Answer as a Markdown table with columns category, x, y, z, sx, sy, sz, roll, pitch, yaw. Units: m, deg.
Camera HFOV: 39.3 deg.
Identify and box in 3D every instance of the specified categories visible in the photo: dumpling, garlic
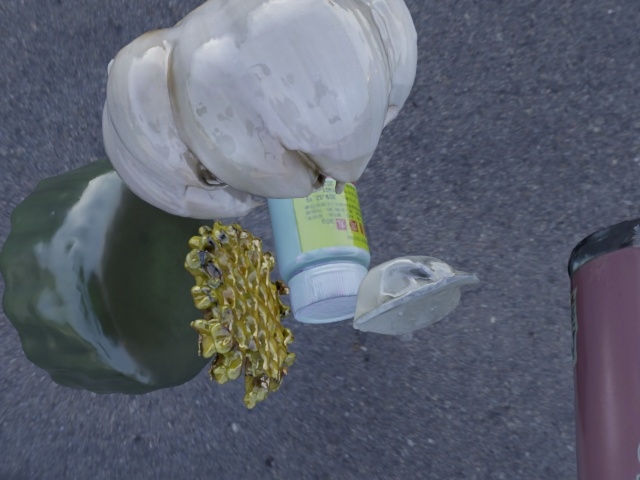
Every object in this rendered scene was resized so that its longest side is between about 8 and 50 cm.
| category | x | y | z | sx | sy | sz | roll | pitch | yaw |
| --- | --- | --- | --- | --- | --- | --- | --- | --- | --- |
| dumpling | 0.126 | 0.066 | 1.192 | 0.176 | 0.150 | 0.092 | 9 | 61 | -34 |
| garlic | -0.040 | -0.119 | 0.757 | 0.281 | 0.185 | 0.203 | -32 | 101 | -11 |

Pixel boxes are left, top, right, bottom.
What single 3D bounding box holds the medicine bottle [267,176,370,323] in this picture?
| category | x | y | z | sx | sy | sz | roll | pitch | yaw |
| --- | --- | --- | --- | --- | --- | --- | --- | --- | --- |
| medicine bottle | 0.000 | 0.000 | 1.351 | 0.139 | 0.139 | 0.225 | -5 | 68 | -12 |

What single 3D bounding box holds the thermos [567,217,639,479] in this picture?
| category | x | y | z | sx | sy | sz | roll | pitch | yaw |
| --- | --- | --- | --- | --- | --- | --- | --- | --- | --- |
| thermos | 0.170 | 0.161 | 0.345 | 0.136 | 0.109 | 0.330 | 6 | 68 | -4 |

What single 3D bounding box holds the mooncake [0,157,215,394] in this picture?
| category | x | y | z | sx | sy | sz | roll | pitch | yaw |
| --- | --- | --- | --- | --- | --- | --- | --- | --- | --- |
| mooncake | -0.303 | 0.055 | 1.345 | 0.194 | 0.356 | 0.356 | -10 | 89 | 29 |

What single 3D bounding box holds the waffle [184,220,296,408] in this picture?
| category | x | y | z | sx | sy | sz | roll | pitch | yaw |
| --- | --- | --- | --- | --- | --- | --- | --- | --- | --- |
| waffle | -0.093 | 0.084 | 1.113 | 0.051 | 0.231 | 0.228 | -17 | 97 | 20 |
